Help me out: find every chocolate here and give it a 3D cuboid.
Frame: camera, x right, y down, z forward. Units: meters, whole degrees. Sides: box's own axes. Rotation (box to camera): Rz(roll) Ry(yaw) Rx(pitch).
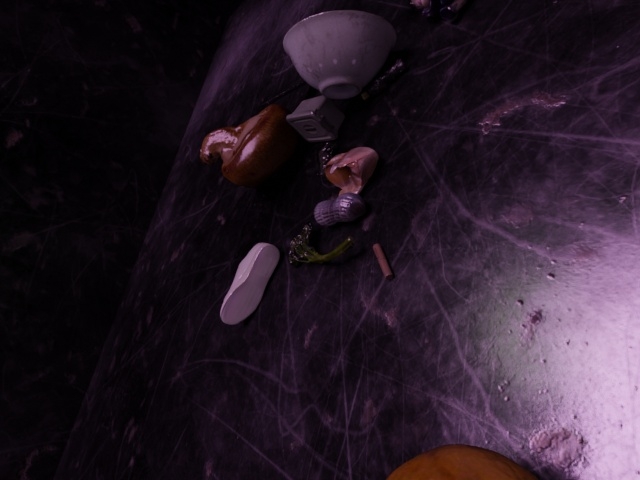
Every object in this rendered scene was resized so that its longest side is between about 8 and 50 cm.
[{"bbox_3d":[0.047,-0.077,1.047,0.167,0.072,0.072,-10,60,52],"label":"chocolate"}]

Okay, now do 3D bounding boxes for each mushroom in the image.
[{"bbox_3d":[-0.242,-0.320,1.408,0.345,0.260,0.345,-45,24,27],"label":"mushroom"}]

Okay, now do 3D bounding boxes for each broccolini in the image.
[{"bbox_3d":[0.005,0.000,1.056,0.272,0.062,0.122,-12,74,55],"label":"broccolini"}]

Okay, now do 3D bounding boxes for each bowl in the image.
[{"bbox_3d":[0.056,-0.484,1.161,0.314,0.314,0.146,-4,89,51],"label":"bowl"}]

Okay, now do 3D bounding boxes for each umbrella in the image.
[{"bbox_3d":[0.174,-0.441,1.152,0.144,0.040,0.037,-33,17,29],"label":"umbrella"}]

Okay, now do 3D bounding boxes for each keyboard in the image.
[{"bbox_3d":[-0.100,-0.536,1.476,0.251,0.017,0.087,-36,23,-21],"label":"keyboard"}]

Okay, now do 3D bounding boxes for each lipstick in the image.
[{"bbox_3d":[0.134,0.045,0.897,0.019,0.019,0.094,-44,38,25],"label":"lipstick"}]

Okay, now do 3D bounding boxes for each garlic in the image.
[{"bbox_3d":[0.069,-0.186,1.074,0.175,0.099,0.124,8,59,55],"label":"garlic"}]

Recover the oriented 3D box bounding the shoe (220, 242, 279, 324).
[{"bbox_3d":[-0.216,0.121,1.244,0.264,0.095,0.110,-57,29,-1],"label":"shoe"}]

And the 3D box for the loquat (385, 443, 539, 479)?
[{"bbox_3d":[0.173,0.357,0.483,0.238,0.193,0.238,-31,51,47],"label":"loquat"}]

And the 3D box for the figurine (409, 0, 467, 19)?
[{"bbox_3d":[0.297,-0.661,1.073,0.145,0.146,0.222,-55,41,11],"label":"figurine"}]

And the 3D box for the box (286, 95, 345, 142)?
[{"bbox_3d":[-0.010,-0.378,1.287,0.172,0.124,0.092,14,69,54],"label":"box"}]

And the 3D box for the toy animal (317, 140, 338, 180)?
[{"bbox_3d":[0.020,-0.222,1.201,0.065,0.047,0.135,-39,42,38],"label":"toy animal"}]
